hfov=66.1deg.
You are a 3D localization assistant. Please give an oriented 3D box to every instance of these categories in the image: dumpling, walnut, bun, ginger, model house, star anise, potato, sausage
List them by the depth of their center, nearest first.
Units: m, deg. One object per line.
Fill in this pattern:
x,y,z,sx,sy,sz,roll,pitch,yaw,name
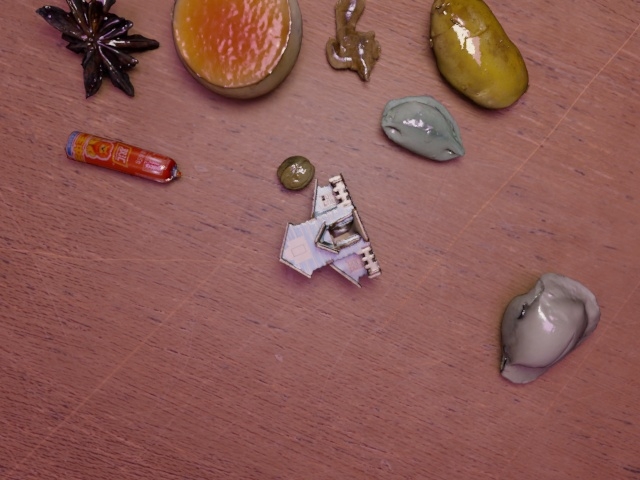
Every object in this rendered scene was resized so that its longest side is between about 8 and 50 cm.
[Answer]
-0.185,-0.474,1.120,0.299,0.165,0.298,1,99,5,bun
-0.512,-0.467,1.130,0.212,0.129,0.282,-22,126,11,star anise
0.353,-0.436,1.132,0.173,0.140,0.300,-39,97,-6,potato
0.000,0.000,1.136,0.206,0.178,0.271,-22,95,2,model house
0.252,-0.275,1.155,0.217,0.105,0.149,27,92,0,dumpling
0.538,0.212,1.165,0.227,0.243,0.175,8,52,-17,dumpling
-0.058,-0.161,1.173,0.092,0.092,0.092,0,92,0,walnut
0.087,-0.491,1.174,0.133,0.059,0.214,14,91,8,ginger
-0.462,-0.193,1.178,0.274,0.074,0.074,16,92,-1,sausage
